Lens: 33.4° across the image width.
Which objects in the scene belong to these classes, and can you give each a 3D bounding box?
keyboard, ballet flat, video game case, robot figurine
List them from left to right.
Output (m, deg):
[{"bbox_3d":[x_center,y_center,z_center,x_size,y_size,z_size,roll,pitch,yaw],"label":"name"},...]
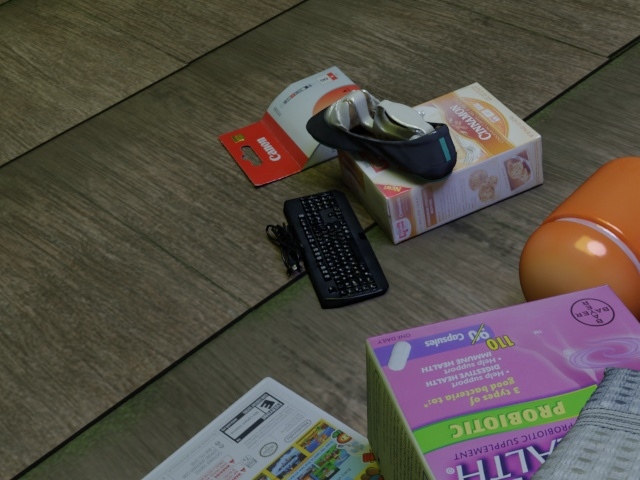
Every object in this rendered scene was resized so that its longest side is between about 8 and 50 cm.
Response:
[{"bbox_3d":[-0.054,0.228,0.878,0.227,0.026,0.206,-37,44,-29],"label":"video game case"},{"bbox_3d":[0.000,0.000,1.140,0.100,0.038,0.192,-18,37,-6],"label":"keyboard"},{"bbox_3d":[0.061,-0.125,1.140,0.203,0.074,0.074,26,52,39],"label":"ballet flat"},{"bbox_3d":[0.267,0.009,0.980,0.158,0.128,0.219,26,51,36],"label":"robot figurine"}]

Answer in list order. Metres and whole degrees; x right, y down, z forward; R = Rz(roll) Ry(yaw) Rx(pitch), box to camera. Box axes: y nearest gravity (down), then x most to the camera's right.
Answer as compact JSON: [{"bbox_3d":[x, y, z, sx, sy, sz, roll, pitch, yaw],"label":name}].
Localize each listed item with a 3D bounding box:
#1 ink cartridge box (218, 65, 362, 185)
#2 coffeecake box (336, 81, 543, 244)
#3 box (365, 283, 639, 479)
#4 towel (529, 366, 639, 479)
[{"bbox_3d":[-0.027,-0.146,1.328,0.179,0.045,0.145,-21,38,-14],"label":"ink cartridge box"},{"bbox_3d":[0.130,-0.090,1.189,0.185,0.068,0.142,-23,40,-11],"label":"coffeecake box"},{"bbox_3d":[0.169,0.166,0.793,0.213,0.117,0.243,-11,38,-11],"label":"box"},{"bbox_3d":[0.273,0.154,0.563,0.312,0.056,0.324,12,11,23],"label":"towel"}]
